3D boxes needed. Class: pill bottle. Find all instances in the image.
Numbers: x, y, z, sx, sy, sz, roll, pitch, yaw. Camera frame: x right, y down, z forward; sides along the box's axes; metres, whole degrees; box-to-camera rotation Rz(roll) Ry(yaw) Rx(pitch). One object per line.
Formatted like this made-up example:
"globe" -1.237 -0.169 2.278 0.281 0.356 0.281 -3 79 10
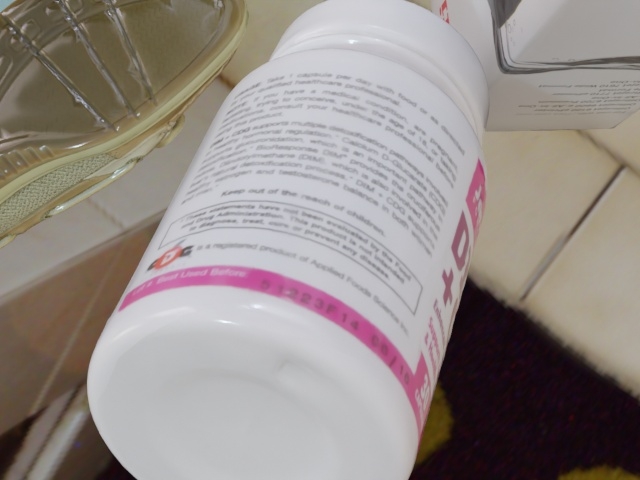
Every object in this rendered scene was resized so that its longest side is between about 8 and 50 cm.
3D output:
"pill bottle" 0.000 0.000 0.776 0.160 0.283 0.160 10 134 11

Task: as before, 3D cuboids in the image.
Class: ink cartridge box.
"ink cartridge box" 0.159 -0.212 0.844 0.129 0.307 0.223 -3 77 -12

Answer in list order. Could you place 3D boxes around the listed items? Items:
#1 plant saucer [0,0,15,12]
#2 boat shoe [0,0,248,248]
"plant saucer" -0.346 -0.216 1.668 0.317 0.043 0.318 29 123 59
"boat shoe" -0.085 -0.033 0.448 0.153 0.048 0.056 -37 73 6
